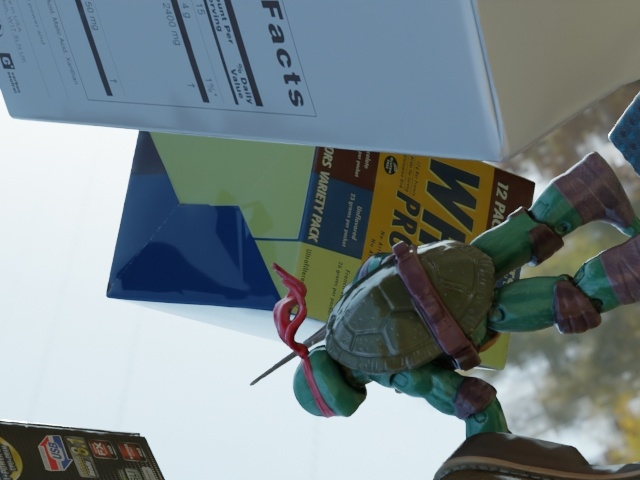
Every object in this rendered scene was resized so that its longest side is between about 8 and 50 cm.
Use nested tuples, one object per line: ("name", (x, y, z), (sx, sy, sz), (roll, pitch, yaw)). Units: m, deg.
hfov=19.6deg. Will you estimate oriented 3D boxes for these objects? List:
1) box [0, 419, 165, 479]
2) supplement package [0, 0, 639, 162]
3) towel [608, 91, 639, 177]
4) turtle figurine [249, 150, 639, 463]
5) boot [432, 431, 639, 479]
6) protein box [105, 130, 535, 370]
("box", (-0.203, 0.241, 1.426), (0.216, 0.060, 0.270), (10, -153, -29))
("supplement package", (0.000, -0.151, 0.738), (0.177, 0.293, 0.175), (-32, -63, -38))
("towel", (0.403, -0.113, 1.443), (0.040, 0.370, 0.271), (-12, -122, -41))
("turtle figurine", (0.070, 0.051, 0.978), (0.175, 0.234, 0.118), (64, -172, 33))
("boot", (0.141, 0.153, 0.799), (0.115, 0.305, 0.112), (-39, -70, -36))
("protein box", (0.000, 0.000, 1.272), (0.201, 0.199, 0.136), (17, -100, -40))
